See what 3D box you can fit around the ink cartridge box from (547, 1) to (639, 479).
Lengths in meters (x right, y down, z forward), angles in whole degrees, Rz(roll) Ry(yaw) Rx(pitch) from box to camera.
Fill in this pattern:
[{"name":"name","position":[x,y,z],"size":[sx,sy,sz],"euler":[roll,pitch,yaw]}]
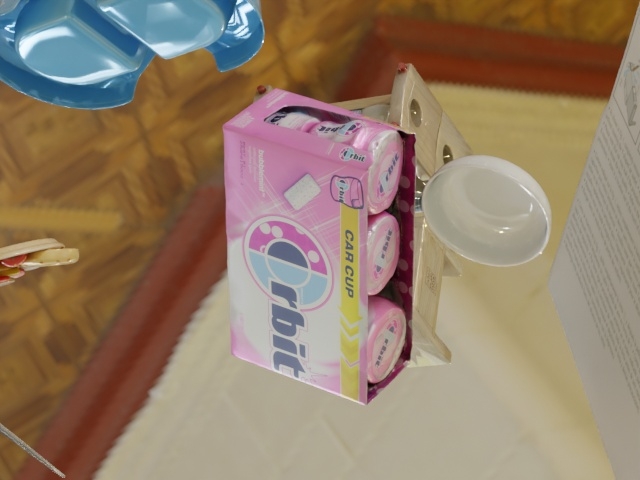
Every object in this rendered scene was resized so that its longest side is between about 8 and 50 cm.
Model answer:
[{"name":"ink cartridge box","position":[0.187,0.013,0.840],"size":[0.060,0.275,0.239],"euler":[5,125,-12]}]

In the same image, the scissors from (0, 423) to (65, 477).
[{"name":"scissors","position":[-0.364,0.135,1.716],"size":[0.021,0.297,0.109],"euler":[-52,-175,-28]}]

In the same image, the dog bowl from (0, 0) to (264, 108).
[{"name":"dog bowl","position":[-0.180,-0.211,1.648],"size":[0.297,0.074,0.166],"euler":[-13,146,35]}]

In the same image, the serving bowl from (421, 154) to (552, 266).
[{"name":"serving bowl","position":[0.107,-0.023,1.119],"size":[0.083,0.083,0.027],"euler":[101,14,-48]}]

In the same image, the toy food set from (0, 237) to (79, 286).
[{"name":"toy food set","position":[-0.210,0.017,1.214],"size":[0.083,0.020,0.082],"euler":[-14,176,-38]}]

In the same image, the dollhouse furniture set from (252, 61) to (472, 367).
[{"name":"dollhouse furniture set","position":[0.022,-0.015,1.318],"size":[0.129,0.184,0.129],"euler":[-7,147,26]}]

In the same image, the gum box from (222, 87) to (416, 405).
[{"name":"gum box","position":[0.000,0.000,1.151],"size":[0.062,0.107,0.188],"euler":[-40,139,-45]}]
